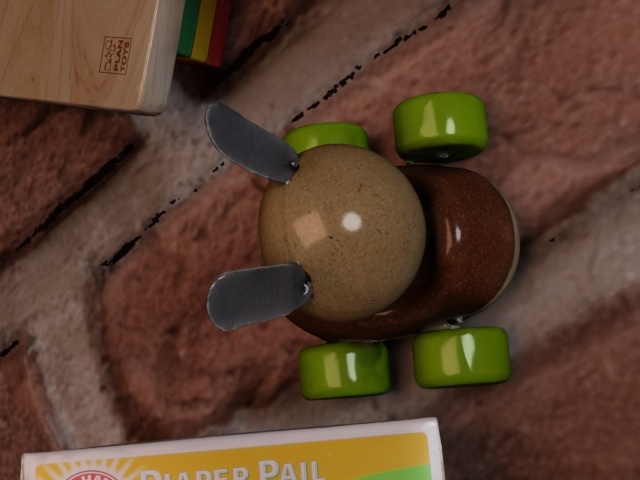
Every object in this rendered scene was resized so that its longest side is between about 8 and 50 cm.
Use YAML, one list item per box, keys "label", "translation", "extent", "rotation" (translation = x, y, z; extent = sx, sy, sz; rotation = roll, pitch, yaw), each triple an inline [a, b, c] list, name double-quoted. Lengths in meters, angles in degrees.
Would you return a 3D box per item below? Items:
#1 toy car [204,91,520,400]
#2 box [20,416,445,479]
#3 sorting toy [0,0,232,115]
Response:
- label: "toy car"
  translation: [0.000, 0.000, 0.579]
  extent: [0.149, 0.188, 0.155]
  rotation: [-11, 78, 34]
- label: "box"
  translation: [-0.037, 0.150, 0.583]
  extent: [0.203, 0.114, 0.103]
  rotation: [-5, 81, 3]
- label: "sorting toy"
  translation: [-0.160, -0.217, 0.778]
  extent: [0.255, 0.089, 0.257]
  rotation: [11, 92, 36]
